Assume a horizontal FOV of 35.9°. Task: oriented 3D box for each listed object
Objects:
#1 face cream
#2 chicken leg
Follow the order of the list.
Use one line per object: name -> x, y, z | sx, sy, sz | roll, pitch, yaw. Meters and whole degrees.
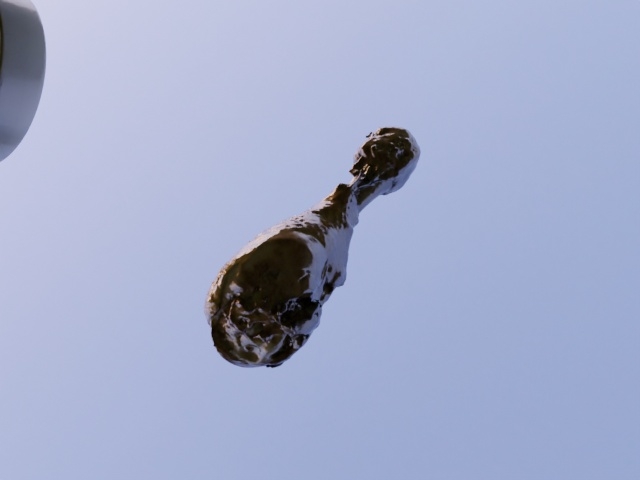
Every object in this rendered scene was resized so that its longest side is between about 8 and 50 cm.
face cream -> -0.447, -0.201, 1.109 | 0.218, 0.179, 0.218 | -6, -99, 40
chicken leg -> -0.002, -0.002, 0.806 | 0.087, 0.107, 0.251 | 42, -116, -5
